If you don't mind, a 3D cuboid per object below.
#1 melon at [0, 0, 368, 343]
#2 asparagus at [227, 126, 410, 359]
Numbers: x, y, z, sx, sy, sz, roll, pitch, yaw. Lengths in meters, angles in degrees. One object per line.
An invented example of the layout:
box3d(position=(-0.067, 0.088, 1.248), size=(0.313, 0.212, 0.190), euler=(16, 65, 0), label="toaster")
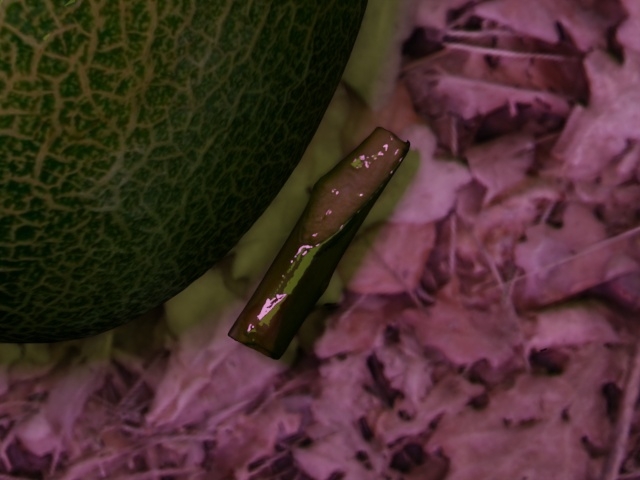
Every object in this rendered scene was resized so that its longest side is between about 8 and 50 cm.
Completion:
box3d(position=(-0.142, -0.083, 1.099), size=(0.226, 0.331, 0.343), euler=(21, 106, 33), label="melon")
box3d(position=(0.000, 0.000, 1.171), size=(0.045, 0.041, 0.178), euler=(31, 94, -13), label="asparagus")
